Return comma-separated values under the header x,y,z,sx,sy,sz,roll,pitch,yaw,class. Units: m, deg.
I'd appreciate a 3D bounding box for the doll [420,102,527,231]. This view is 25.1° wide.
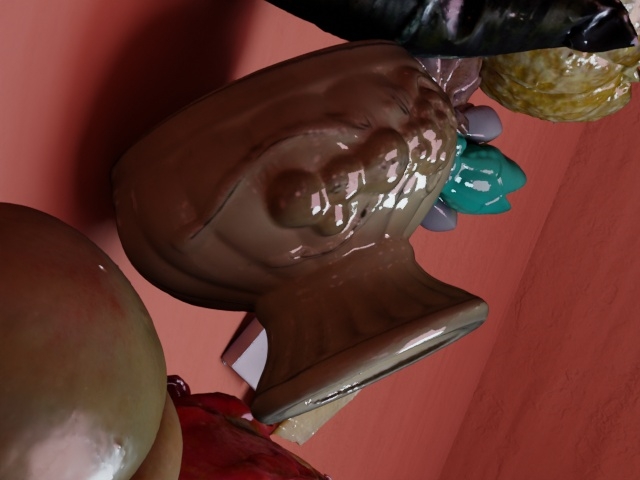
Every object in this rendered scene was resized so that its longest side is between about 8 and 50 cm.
x,y,z,sx,sy,sz,roll,pitch,yaw,class
0.196,-0.119,2.071,0.195,0.153,0.258,-42,145,-5,doll

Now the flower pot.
x,y,z,sx,sy,sz,roll,pitch,yaw,class
0.000,0.000,1.185,0.307,0.244,0.307,-25,173,-4,flower pot

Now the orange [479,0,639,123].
x,y,z,sx,sy,sz,roll,pitch,yaw,class
0.281,-0.291,1.849,0.210,0.271,0.369,-20,159,-4,orange

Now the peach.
x,y,z,sx,sy,sz,roll,pitch,yaw,class
-0.218,0.112,0.904,0.292,0.247,0.292,0,90,-84,peach

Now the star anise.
x,y,z,sx,sy,sz,roll,pitch,yaw,class
0.102,-0.163,1.717,0.349,0.109,0.292,-33,155,-42,star anise

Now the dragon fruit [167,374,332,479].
x,y,z,sx,sy,sz,roll,pitch,yaw,class
-0.178,0.268,1.232,0.386,0.249,0.371,-48,144,18,dragon fruit

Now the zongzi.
x,y,z,sx,sy,sz,roll,pitch,yaw,class
0.042,-0.269,1.249,0.383,0.362,0.319,-110,-150,-56,zongzi

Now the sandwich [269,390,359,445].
x,y,z,sx,sy,sz,roll,pitch,yaw,class
-0.027,0.191,1.921,0.162,0.058,0.193,-43,-160,13,sandwich

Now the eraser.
x,y,z,sx,sy,sz,roll,pitch,yaw,class
-0.057,0.139,1.767,0.104,0.023,0.150,-50,148,-9,eraser
